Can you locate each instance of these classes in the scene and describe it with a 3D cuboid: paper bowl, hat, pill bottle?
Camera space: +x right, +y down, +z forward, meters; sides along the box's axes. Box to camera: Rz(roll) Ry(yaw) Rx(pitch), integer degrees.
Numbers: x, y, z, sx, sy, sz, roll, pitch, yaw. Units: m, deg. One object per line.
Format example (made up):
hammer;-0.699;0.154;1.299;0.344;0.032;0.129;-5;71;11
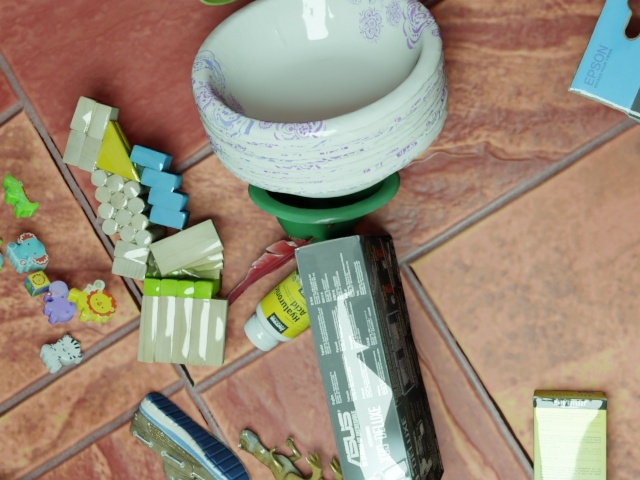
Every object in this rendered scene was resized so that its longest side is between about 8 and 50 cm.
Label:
paper bowl;0.005;-0.162;1.213;0.284;0.148;0.284;-8;46;8
hat;0.000;0.000;1.302;0.208;0.173;0.183;17;129;31
pill bottle;-0.038;0.084;1.300;0.116;0.065;0.065;-42;82;21

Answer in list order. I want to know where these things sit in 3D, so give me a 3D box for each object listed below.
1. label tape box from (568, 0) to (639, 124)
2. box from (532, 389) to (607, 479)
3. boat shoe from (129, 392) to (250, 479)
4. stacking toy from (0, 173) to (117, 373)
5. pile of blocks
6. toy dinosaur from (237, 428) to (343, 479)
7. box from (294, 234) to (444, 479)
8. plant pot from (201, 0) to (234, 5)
label tape box;0.477;-0.209;1.170;0.334;0.106;0.240;23;94;12
box;0.292;0.294;1.237;0.087;0.058;0.232;-1;89;12
boat shoe;-0.166;0.274;1.338;0.183;0.066;0.066;40;103;19
stacking toy;-0.350;0.045;1.338;0.221;0.052;0.167;55;139;12
pile of blocks;-0.199;-0.015;1.321;0.149;0.112;0.362;-20;94;5
toy dinosaur;-0.022;0.316;1.313;0.112;0.064;0.211;-41;72;27
box;0.062;0.148;1.193;0.077;0.242;0.307;-13;88;12
plant pot;-0.128;-0.352;1.321;0.083;0.083;0.079;-27;73;11
